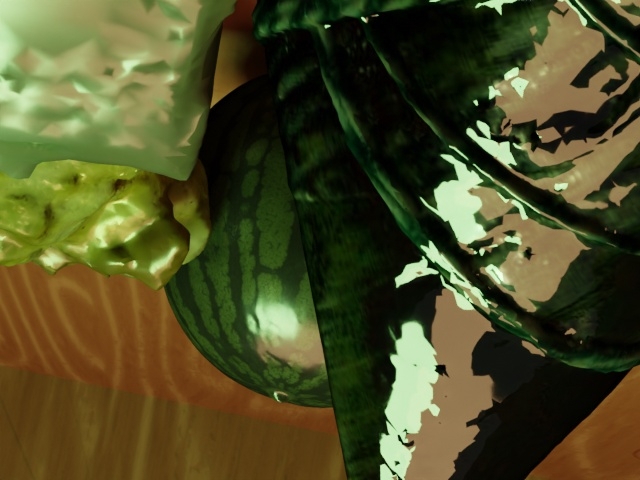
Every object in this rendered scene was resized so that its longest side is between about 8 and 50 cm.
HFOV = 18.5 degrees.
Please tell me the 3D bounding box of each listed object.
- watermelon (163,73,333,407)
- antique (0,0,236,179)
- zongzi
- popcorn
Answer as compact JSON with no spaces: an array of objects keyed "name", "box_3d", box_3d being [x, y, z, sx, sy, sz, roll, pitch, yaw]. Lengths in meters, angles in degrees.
[{"name":"watermelon","box_3d":[0.000,0.000,1.217,0.212,0.212,0.212,11,167,3]},{"name":"antique","box_3d":[-0.065,-0.149,0.494,0.125,0.150,0.284,8,149,-10]},{"name":"zongzi","box_3d":[0.095,-0.061,0.603,0.383,0.362,0.319,-4,178,43]},{"name":"popcorn","box_3d":[-0.177,-0.067,1.089,0.266,0.192,0.233,40,166,-4]}]
